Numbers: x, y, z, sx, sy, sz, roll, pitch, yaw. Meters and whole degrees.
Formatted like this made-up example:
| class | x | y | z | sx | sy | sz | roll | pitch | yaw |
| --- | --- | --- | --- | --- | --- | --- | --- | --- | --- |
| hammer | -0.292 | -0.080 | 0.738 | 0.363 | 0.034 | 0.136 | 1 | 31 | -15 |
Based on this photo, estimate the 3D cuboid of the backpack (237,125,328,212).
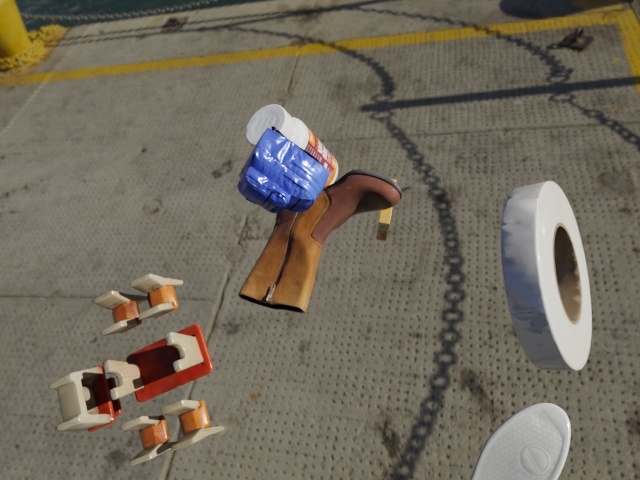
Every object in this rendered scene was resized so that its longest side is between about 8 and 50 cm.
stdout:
| class | x | y | z | sx | sy | sz | roll | pitch | yaw |
| --- | --- | --- | --- | --- | --- | --- | --- | --- | --- |
| backpack | -0.057 | -0.091 | 0.788 | 0.120 | 0.098 | 0.101 | 30 | 73 | -14 |

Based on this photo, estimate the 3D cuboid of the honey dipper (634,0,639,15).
| class | x | y | z | sx | sy | sz | roll | pitch | yaw |
| --- | --- | --- | --- | --- | --- | --- | --- | --- | --- |
| honey dipper | 0.529 | -0.351 | 0.724 | 0.160 | 0.030 | 0.030 | -11 | 49 | 17 |

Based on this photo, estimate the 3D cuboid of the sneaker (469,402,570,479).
| class | x | y | z | sx | sy | sz | roll | pitch | yaw |
| --- | --- | --- | --- | --- | --- | --- | --- | --- | --- |
| sneaker | 0.289 | 0.383 | 0.820 | 0.104 | 0.147 | 0.296 | 31 | 87 | 27 |

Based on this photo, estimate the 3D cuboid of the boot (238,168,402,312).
| class | x | y | z | sx | sy | sz | roll | pitch | yaw |
| --- | --- | --- | --- | --- | --- | --- | --- | --- | --- |
| boot | 0.000 | 0.000 | 0.962 | 0.264 | 0.096 | 0.280 | 4 | 55 | 26 |

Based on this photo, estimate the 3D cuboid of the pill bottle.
| class | x | y | z | sx | sy | sz | roll | pitch | yaw |
| --- | --- | --- | --- | --- | --- | --- | --- | --- | --- |
| pill bottle | -0.060 | -0.194 | 1.150 | 0.121 | 0.221 | 0.121 | -13 | 61 | 25 |

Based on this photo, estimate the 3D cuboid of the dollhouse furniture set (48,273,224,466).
| class | x | y | z | sx | sy | sz | roll | pitch | yaw |
| --- | --- | --- | --- | --- | --- | --- | --- | --- | --- |
| dollhouse furniture set | -0.294 | 0.222 | 0.857 | 0.259 | 0.135 | 0.262 | -25 | 73 | 14 |

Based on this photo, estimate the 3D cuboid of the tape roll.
| class | x | y | z | sx | sy | sz | roll | pitch | yaw |
| --- | --- | --- | --- | --- | --- | --- | --- | --- | --- |
| tape roll | 0.474 | 0.070 | 1.073 | 0.072 | 0.392 | 0.392 | -10 | 45 | 37 |

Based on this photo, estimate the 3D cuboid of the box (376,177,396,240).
| class | x | y | z | sx | sy | sz | roll | pitch | yaw |
| --- | --- | --- | --- | --- | --- | --- | --- | --- | --- |
| box | 0.152 | -0.077 | 1.198 | 0.028 | 0.081 | 0.136 | 8 | 61 | 5 |
